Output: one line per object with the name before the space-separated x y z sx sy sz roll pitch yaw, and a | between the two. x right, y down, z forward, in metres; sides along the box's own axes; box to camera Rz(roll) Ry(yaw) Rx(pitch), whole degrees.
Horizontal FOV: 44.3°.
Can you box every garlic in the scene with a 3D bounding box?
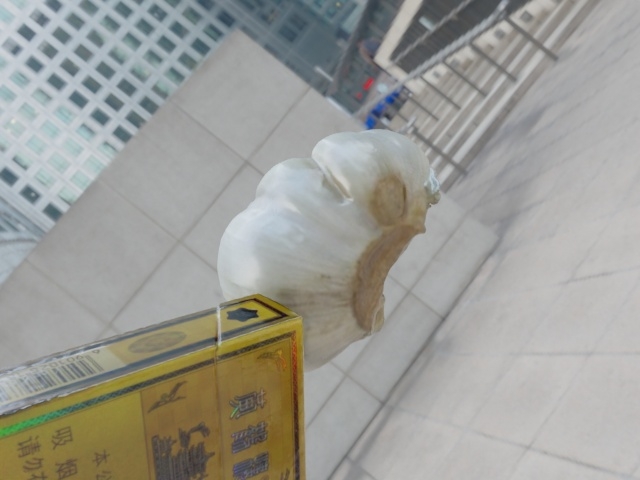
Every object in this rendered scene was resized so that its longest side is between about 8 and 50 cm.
garlic | -0.015 0.001 0.848 0.203 0.184 0.281 23 97 61

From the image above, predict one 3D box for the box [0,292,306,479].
box | -0.154 0.177 0.664 0.301 0.084 0.193 -14 -66 -35
